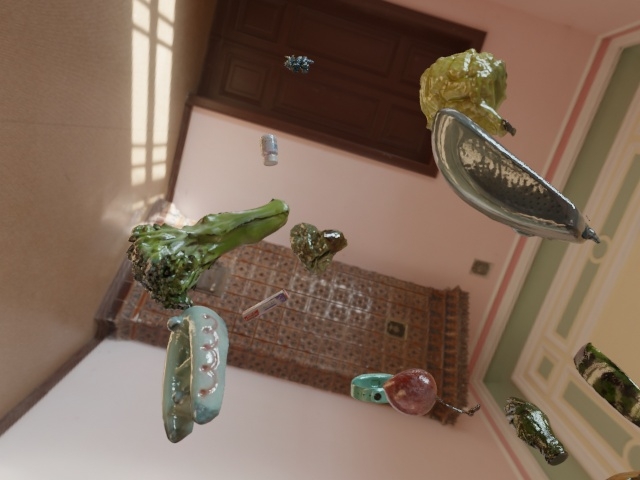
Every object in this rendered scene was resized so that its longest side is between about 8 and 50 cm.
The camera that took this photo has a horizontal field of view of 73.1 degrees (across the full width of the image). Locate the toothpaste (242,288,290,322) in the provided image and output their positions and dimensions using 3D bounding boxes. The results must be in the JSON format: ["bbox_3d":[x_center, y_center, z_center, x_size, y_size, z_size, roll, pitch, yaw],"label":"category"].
[{"bbox_3d":[-0.214,0.259,1.704,0.197,0.047,0.040,-29,-167,7],"label":"toothpaste"}]

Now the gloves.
[{"bbox_3d":[0.695,0.609,1.421,0.268,0.136,0.107,-129,-153,-69],"label":"gloves"}]

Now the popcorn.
[{"bbox_3d":[0.427,-0.417,1.269,0.237,0.293,0.292,-19,-132,46],"label":"popcorn"}]

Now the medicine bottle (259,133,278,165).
[{"bbox_3d":[-0.157,-0.276,1.320,0.052,0.052,0.089,123,-40,-77],"label":"medicine bottle"}]

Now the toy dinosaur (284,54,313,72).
[{"bbox_3d":[-0.059,-0.494,1.201,0.030,0.084,0.047,111,-23,-64],"label":"toy dinosaur"}]

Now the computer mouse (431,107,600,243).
[{"bbox_3d":[0.332,-0.099,0.799,0.121,0.371,0.188,-52,155,19],"label":"computer mouse"}]

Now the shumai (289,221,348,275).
[{"bbox_3d":[0.000,0.000,1.894,0.222,0.225,0.260,-43,-130,20],"label":"shumai"}]

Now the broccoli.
[{"bbox_3d":[-0.190,0.006,0.792,0.165,0.304,0.145,48,-20,39],"label":"broccoli"}]

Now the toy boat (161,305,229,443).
[{"bbox_3d":[-0.204,0.191,0.664,0.134,0.079,0.207,-43,-143,33],"label":"toy boat"}]

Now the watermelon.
[{"bbox_3d":[0.582,0.283,0.839,0.063,0.119,0.245,-55,-157,15],"label":"watermelon"}]

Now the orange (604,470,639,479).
[{"bbox_3d":[0.872,0.770,1.160,0.196,0.335,0.262,-51,-135,45],"label":"orange"}]

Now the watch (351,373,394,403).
[{"bbox_3d":[0.232,0.560,1.649,0.195,0.237,0.068,168,-76,-80],"label":"watch"}]

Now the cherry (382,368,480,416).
[{"bbox_3d":[0.248,0.342,0.961,0.090,0.226,0.106,-107,-155,-74],"label":"cherry"}]
